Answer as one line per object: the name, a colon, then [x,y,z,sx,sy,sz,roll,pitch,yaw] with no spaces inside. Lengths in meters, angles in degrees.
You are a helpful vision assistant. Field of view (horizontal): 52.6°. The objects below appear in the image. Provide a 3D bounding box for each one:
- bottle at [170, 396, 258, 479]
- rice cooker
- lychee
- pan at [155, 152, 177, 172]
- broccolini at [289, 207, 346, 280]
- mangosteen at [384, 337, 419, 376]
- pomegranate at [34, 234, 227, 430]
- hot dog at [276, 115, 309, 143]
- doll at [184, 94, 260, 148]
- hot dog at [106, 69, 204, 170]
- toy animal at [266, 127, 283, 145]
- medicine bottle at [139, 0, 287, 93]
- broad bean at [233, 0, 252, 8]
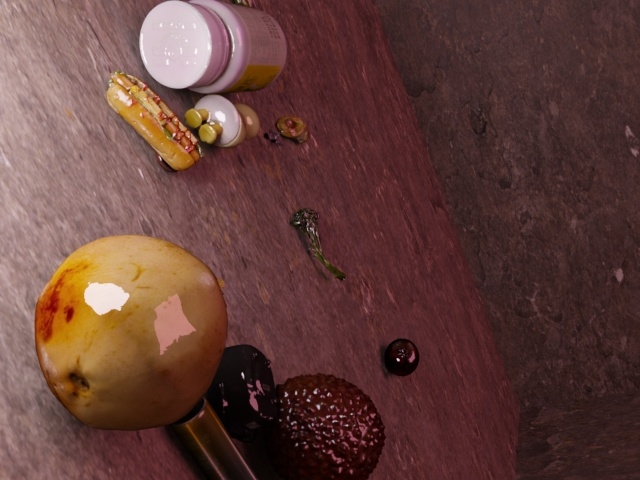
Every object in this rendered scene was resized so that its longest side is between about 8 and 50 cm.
bottle: [-0.188,0.436,1.259,0.286,0.082,0.082,63,26,-21]
rice cooker: [-0.162,0.314,1.345,0.142,0.118,0.203,42,31,-54]
lychee: [0.002,0.434,1.446,0.304,0.276,0.276,42,37,-28]
pan: [-0.340,-0.198,1.407,0.068,0.023,0.115,2,67,-61]
broccolini: [0.004,0.007,1.959,0.271,0.062,0.123,55,45,-24]
mangosteen: [0.280,0.408,2.239,0.140,0.140,0.140,44,38,-48]
pomegranate: [-0.278,0.134,1.015,0.319,0.319,0.319,44,38,-48]
hot dog: [-0.075,-0.350,2.016,0.169,0.061,0.078,8,66,-64]
doll: [-0.229,-0.289,1.608,0.141,0.117,0.296,43,12,6]
hot dog: [-0.341,-0.252,1.345,0.250,0.076,0.104,51,34,-26]
toy animal: [-0.134,-0.310,1.904,0.084,0.028,0.050,31,56,-57]
medicine bottle: [-0.243,-0.461,1.549,0.378,0.213,0.213,-31,103,-64]
broad bean: [-0.264,-0.776,1.898,0.256,0.053,0.052,63,-12,-23]
